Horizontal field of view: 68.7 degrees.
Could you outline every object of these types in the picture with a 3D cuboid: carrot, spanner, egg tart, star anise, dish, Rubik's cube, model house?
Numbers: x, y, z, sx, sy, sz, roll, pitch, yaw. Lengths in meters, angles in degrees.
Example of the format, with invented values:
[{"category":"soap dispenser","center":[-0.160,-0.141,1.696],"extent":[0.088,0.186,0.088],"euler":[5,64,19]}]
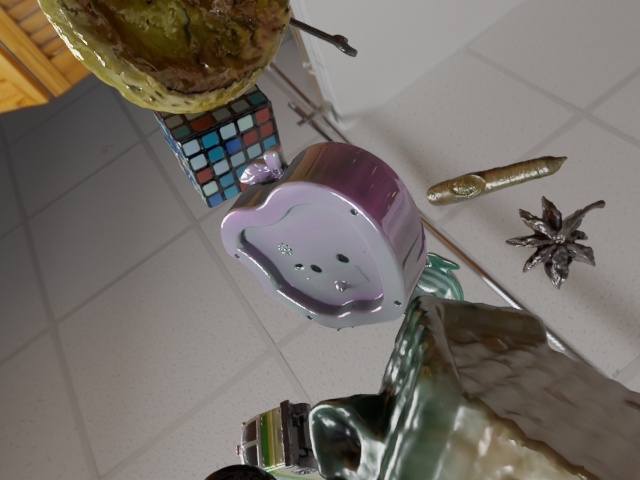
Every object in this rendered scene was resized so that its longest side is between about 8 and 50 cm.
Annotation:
[{"category":"carrot","center":[0.394,-0.139,1.093],"extent":[0.342,0.070,0.070],"euler":[-14,-130,47]},{"category":"spanner","center":[-0.042,-0.365,0.787],"extent":[0.015,0.254,0.054],"euler":[-51,-136,38]},{"category":"egg tart","center":[-0.156,-0.281,0.482],"extent":[0.290,0.290,0.115],"euler":[-49,-139,-14]},{"category":"star anise","center":[0.550,-0.012,1.076],"extent":[0.209,0.089,0.232],"euler":[26,-87,5]},{"category":"dish","center":[0.270,0.098,1.169],"extent":[0.224,0.246,0.078],"euler":[26,-131,7]},{"category":"Rubik's cube","center":[-0.197,-0.210,0.907],"extent":[0.187,0.182,0.184],"euler":[-29,-123,-13]},{"category":"model house","center":[0.097,0.300,0.401],"extent":[0.399,0.394,0.446],"euler":[34,-67,41]}]

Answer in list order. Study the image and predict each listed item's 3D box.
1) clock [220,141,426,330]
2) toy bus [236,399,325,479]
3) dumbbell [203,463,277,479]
[{"category":"clock","center":[0.000,0.000,0.748],"extent":[0.338,0.339,0.102],"euler":[12,-132,25]},{"category":"toy bus","center":[-0.045,0.503,1.121],"extent":[0.178,0.305,0.143],"euler":[-27,-130,21]},{"category":"dumbbell","center":[-0.137,0.432,0.686],"extent":[0.152,0.218,0.153],"euler":[12,-131,-14]}]
